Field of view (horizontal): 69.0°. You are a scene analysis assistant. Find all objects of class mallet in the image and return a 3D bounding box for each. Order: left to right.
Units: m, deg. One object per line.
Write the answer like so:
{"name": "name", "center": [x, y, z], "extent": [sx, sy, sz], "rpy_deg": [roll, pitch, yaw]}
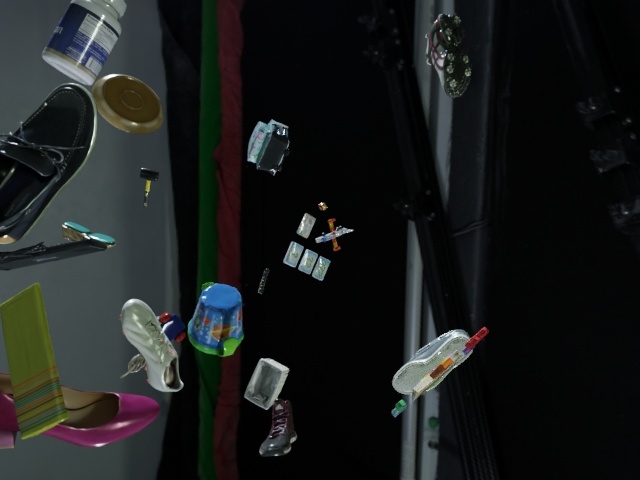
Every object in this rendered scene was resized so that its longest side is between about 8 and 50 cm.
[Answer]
{"name": "mallet", "center": [-0.637, -0.191, 1.691], "extent": [0.190, 0.062, 0.039], "rpy_deg": [-50, -151, 43]}

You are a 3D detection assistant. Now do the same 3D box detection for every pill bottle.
{"name": "pill bottle", "center": [-0.436, -0.389, 0.874], "extent": [0.094, 0.094, 0.169], "rpy_deg": [20, -98, 51]}

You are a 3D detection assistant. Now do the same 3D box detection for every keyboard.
{"name": "keyboard", "center": [-0.794, 0.036, 1.307], "extent": [0.201, 0.317, 0.033], "rpy_deg": [88, -11, -83]}

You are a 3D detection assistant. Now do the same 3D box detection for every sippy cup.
{"name": "sippy cup", "center": [-0.421, 0.309, 1.927], "extent": [0.305, 0.240, 0.224], "rpy_deg": [28, -55, 16]}

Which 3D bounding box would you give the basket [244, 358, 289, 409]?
{"name": "basket", "center": [-0.208, 0.563, 1.851], "extent": [0.113, 0.103, 0.167], "rpy_deg": [24, -91, 17]}

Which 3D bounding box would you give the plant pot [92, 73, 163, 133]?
{"name": "plant pot", "center": [-0.638, -0.467, 1.567], "extent": [0.032, 0.236, 0.236], "rpy_deg": [-35, -115, 43]}

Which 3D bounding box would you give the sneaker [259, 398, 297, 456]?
{"name": "sneaker", "center": [-0.154, 0.647, 1.636], "extent": [0.281, 0.106, 0.163], "rpy_deg": [63, 21, -79]}

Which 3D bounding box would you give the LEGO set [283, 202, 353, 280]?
{"name": "LEGO set", "center": [0.000, 0.000, 1.597], "extent": [0.060, 0.182, 0.244], "rpy_deg": [13, -103, 55]}

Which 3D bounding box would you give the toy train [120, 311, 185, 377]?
{"name": "toy train", "center": [-0.575, 0.340, 1.523], "extent": [0.143, 0.248, 0.105], "rpy_deg": [-4, -57, 50]}

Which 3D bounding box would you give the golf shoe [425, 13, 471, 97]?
{"name": "golf shoe", "center": [0.399, -0.571, 1.476], "extent": [0.120, 0.105, 0.273], "rpy_deg": [159, -70, -63]}

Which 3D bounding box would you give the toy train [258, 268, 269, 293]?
{"name": "toy train", "center": [-0.302, 0.217, 2.464], "extent": [0.036, 0.027, 0.158], "rpy_deg": [-33, -147, 42]}

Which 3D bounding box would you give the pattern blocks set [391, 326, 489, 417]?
{"name": "pattern blocks set", "center": [0.333, 0.386, 1.343], "extent": [0.026, 0.325, 0.285], "rpy_deg": [48, -23, 24]}

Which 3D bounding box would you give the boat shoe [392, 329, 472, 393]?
{"name": "boat shoe", "center": [0.382, 0.413, 1.593], "extent": [0.319, 0.099, 0.116], "rpy_deg": [-43, -89, 21]}

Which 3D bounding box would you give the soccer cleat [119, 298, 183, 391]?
{"name": "soccer cleat", "center": [-0.303, 0.194, 0.858], "extent": [0.076, 0.068, 0.196], "rpy_deg": [2, -64, 31]}

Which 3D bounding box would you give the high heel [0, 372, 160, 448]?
{"name": "high heel", "center": [-0.540, 0.357, 1.023], "extent": [0.127, 0.377, 0.181], "rpy_deg": [49, -52, 46]}

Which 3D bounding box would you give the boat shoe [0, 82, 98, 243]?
{"name": "boat shoe", "center": [-0.783, -0.223, 1.285], "extent": [0.500, 0.186, 0.156], "rpy_deg": [-63, -173, -12]}

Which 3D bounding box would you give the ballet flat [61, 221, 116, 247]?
{"name": "ballet flat", "center": [-0.786, -0.001, 1.581], "extent": [0.206, 0.073, 0.067], "rpy_deg": [21, -77, 14]}

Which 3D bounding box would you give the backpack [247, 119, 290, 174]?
{"name": "backpack", "center": [-0.246, -0.465, 2.256], "extent": [0.253, 0.191, 0.225], "rpy_deg": [-88, -157, -57]}

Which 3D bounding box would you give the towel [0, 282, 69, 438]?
{"name": "towel", "center": [-0.482, 0.200, 0.783], "extent": [0.102, 0.021, 0.237], "rpy_deg": [-27, -107, 16]}
